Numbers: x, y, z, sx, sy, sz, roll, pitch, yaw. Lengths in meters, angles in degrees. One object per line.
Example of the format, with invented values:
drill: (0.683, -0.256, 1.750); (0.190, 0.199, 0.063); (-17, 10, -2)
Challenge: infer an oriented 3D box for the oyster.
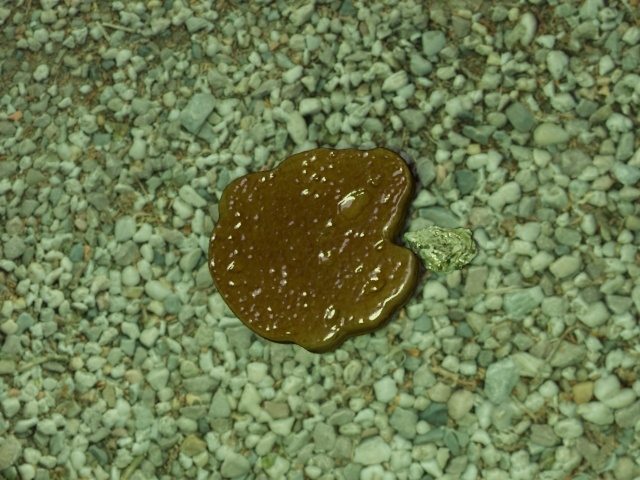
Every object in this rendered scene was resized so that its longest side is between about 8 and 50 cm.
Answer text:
oyster: (0.198, 0.006, 1.899); (0.100, 0.037, 0.098); (-31, 65, 7)

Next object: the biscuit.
biscuit: (0.000, 0.000, 1.927); (0.381, 0.074, 0.359); (-37, 70, 4)
